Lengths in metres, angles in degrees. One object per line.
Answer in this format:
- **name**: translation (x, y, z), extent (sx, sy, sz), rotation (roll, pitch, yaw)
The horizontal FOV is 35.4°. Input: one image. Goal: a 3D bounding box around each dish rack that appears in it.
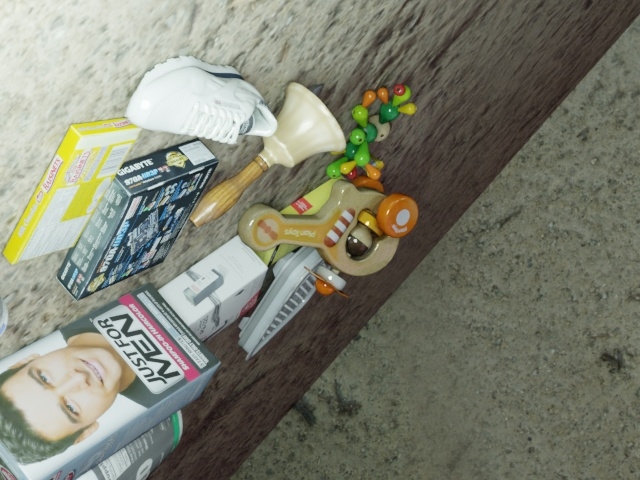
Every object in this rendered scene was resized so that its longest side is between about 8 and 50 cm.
- **dish rack**: translation (-0.056, 0.089, 2.144), extent (0.285, 0.072, 0.333), rotation (-43, 169, -48)

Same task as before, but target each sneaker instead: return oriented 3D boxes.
- **sneaker**: translation (-0.139, -0.161, 1.217), extent (0.090, 0.095, 0.235), rotation (-51, 163, 29)

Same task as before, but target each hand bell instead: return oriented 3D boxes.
- **hand bell**: translation (-0.093, -0.104, 1.440), extent (0.242, 0.126, 0.126), rotation (-41, 165, -12)

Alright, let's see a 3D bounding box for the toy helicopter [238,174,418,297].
- **toy helicopter**: translation (0.000, 0.000, 1.843), extent (0.355, 0.140, 0.235), rotation (3, 109, -37)

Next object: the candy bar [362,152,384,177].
- **candy bar**: translation (0.088, -0.150, 1.909), extent (0.040, 0.018, 0.161), rotation (-43, -162, 3)

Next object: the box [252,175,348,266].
- **box**: translation (-0.033, -0.039, 1.931), extent (0.232, 0.058, 0.087), rotation (-34, 162, -34)

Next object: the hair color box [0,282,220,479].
- **hair color box**: translation (-0.354, 0.229, 1.528), extent (0.374, 0.185, 0.114), rotation (-31, 161, -44)

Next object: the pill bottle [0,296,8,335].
- **pill bottle**: translation (-0.410, 0.071, 1.141), extent (0.078, 0.078, 0.137), rotation (-40, 166, -16)

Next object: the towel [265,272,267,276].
- **towel**: translation (-0.161, 0.099, 2.022), extent (0.119, 0.029, 0.067), rotation (-36, 164, -34)

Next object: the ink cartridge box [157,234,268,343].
- **ink cartridge box**: translation (-0.211, 0.111, 1.791), extent (0.218, 0.092, 0.159), rotation (-35, 163, -29)

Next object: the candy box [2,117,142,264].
- **candy box**: translation (-0.296, -0.059, 1.197), extent (0.206, 0.027, 0.105), rotation (-53, 161, 29)

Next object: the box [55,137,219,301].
- **box**: translation (-0.249, -0.028, 1.368), extent (0.175, 0.051, 0.220), rotation (-28, 159, -49)

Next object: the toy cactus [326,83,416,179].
- **toy cactus**: translation (0.102, -0.196, 1.813), extent (0.219, 0.112, 0.180), rotation (-59, 171, 20)

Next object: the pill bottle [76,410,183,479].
- **pill bottle**: translation (-0.397, 0.362, 1.632), extent (0.204, 0.204, 0.361), rotation (-54, 174, 33)
